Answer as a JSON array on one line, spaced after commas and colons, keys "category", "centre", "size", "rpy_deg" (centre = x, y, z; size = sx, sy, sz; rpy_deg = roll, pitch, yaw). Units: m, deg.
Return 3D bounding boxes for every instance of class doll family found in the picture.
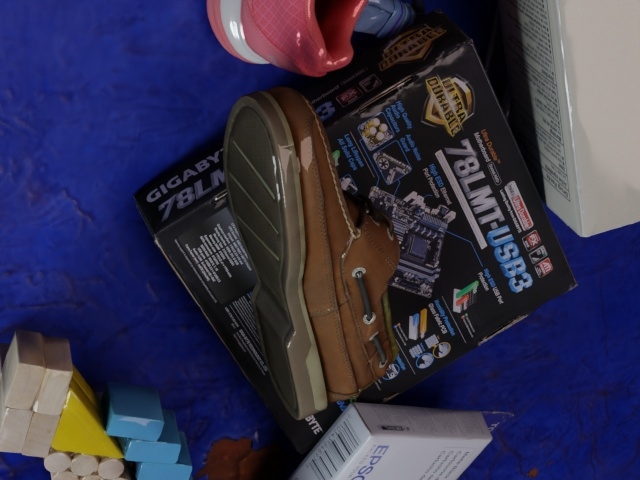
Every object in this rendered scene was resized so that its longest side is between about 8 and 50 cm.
[{"category": "doll family", "centre": [0.078, -0.230, 1.246], "size": [0.111, 0.076, 0.193], "rpy_deg": [17, 113, -43]}]

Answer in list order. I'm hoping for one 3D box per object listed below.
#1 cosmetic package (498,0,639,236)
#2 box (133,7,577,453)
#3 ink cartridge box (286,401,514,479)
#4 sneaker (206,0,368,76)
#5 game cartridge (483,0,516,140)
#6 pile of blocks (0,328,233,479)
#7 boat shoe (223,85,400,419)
[{"category": "cosmetic package", "centre": [0.226, -0.175, 1.256], "size": [0.129, 0.153, 0.296], "rpy_deg": [-15, 118, -9]}, {"category": "box", "centre": [0.039, 0.002, 1.297], "size": [0.293, 0.073, 0.295], "rpy_deg": [-33, 130, -3]}, {"category": "ink cartridge box", "centre": [0.055, 0.240, 1.437], "size": [0.224, 0.045, 0.223], "rpy_deg": [8, 129, -43]}, {"category": "sneaker", "centre": [0.029, -0.265, 1.145], "size": [0.116, 0.136, 0.314], "rpy_deg": [8, 108, -41]}, {"category": "game cartridge", "centre": [0.259, -0.241, 1.391], "size": [0.230, 0.068, 0.355], "rpy_deg": [-7, 117, -39]}, {"category": "pile of blocks", "centre": [-0.149, 0.183, 1.250], "size": [0.149, 0.113, 0.362], "rpy_deg": [-22, 127, 0]}, {"category": "boat shoe", "centre": [0.000, 0.000, 1.175], "size": [0.104, 0.111, 0.307], "rpy_deg": [-21, 137, -16]}]
